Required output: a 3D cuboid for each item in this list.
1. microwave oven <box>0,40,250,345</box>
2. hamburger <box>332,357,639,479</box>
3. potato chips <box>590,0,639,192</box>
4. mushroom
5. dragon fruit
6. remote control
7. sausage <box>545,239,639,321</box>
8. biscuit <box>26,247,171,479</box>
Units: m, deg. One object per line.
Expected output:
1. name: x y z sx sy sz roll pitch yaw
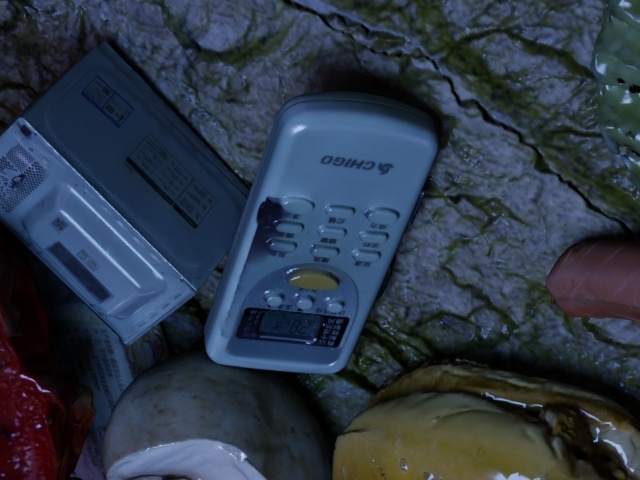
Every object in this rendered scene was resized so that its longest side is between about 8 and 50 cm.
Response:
1. microwave oven: -0.183 -0.039 1.472 0.208 0.162 0.122 46 132 -9
2. hamburger: 0.149 0.253 1.462 0.284 0.174 0.304 11 123 32
3. potato chips: 0.372 -0.095 1.133 0.389 0.097 0.373 34 149 4
4. mushroom: -0.095 0.206 1.554 0.195 0.189 0.253 -25 119 29
5. dragon fruit: -0.260 0.119 1.518 0.228 0.286 0.329 -35 101 22
6. remote control: 0.000 0.000 1.423 0.140 0.056 0.296 6 133 -18
7. sausage: 0.241 0.034 1.311 0.169 0.065 0.065 7 125 50
8. biscuit: -0.208 0.148 1.664 0.186 0.079 0.309 1 121 34
